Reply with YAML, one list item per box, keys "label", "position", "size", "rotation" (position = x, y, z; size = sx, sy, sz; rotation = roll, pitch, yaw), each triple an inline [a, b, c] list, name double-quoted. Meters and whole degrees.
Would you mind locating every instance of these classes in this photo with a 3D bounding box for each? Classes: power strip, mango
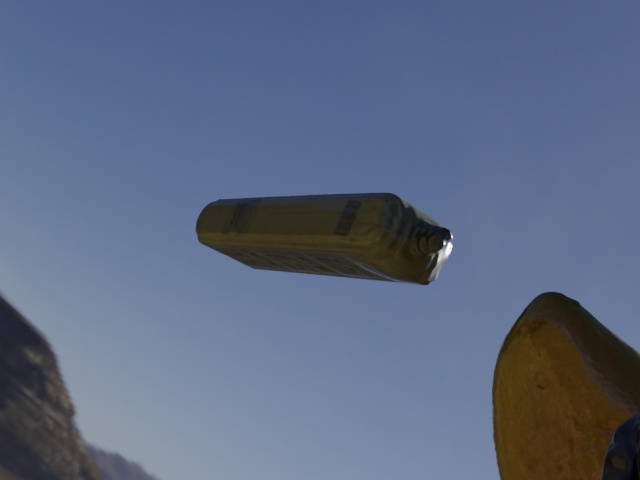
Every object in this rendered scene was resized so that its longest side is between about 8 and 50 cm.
- label: "power strip"
  position: [0.000, 0.000, 1.120]
  size: [0.092, 0.066, 0.387]
  rotation: [29, -15, -29]
- label: "mango"
  position: [0.220, 0.185, 0.835]
  size: [0.119, 0.176, 0.317]
  rotation: [2, 56, -60]

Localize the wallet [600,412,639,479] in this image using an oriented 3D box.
- label: "wallet"
  position: [0.296, 0.254, 0.558]
  size: [0.406, 0.228, 0.062]
  rotation: [31, -47, -21]
